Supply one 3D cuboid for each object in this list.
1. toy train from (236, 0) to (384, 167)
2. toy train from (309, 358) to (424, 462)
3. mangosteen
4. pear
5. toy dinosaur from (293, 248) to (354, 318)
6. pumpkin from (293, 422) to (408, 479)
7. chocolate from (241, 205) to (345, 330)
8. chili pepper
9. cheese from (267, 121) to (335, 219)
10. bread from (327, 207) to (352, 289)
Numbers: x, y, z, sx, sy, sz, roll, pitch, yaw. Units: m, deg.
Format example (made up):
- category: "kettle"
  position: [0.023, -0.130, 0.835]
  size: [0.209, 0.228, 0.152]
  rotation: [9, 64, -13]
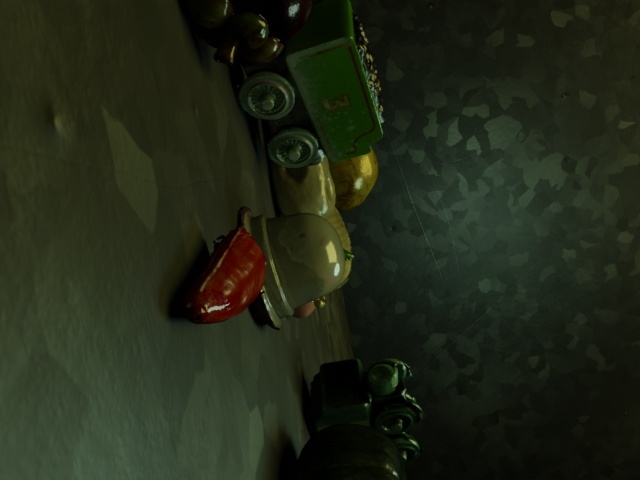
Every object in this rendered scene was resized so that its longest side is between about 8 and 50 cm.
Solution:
- category: "toy train"
  position: [-0.013, -0.283, 1.034]
  size: [0.307, 0.248, 0.174]
  rotation: [62, 19, -49]
- category: "toy train"
  position: [0.101, 0.383, 1.207]
  size: [0.167, 0.238, 0.299]
  rotation: [-94, 175, -54]
- category: "mangosteen"
  position: [-0.103, -0.337, 0.758]
  size: [0.200, 0.199, 0.200]
  rotation: [-10, 90, -85]
- category: "pear"
  position: [0.059, -0.240, 1.844]
  size: [0.281, 0.280, 0.281]
  rotation: [-10, 90, -85]
- category: "toy dinosaur"
  position: [-0.042, 0.070, 1.063]
  size: [0.177, 0.152, 0.194]
  rotation: [-63, 173, 9]
- category: "pumpkin"
  position: [0.064, 0.434, 0.849]
  size: [0.300, 0.207, 0.300]
  rotation: [-18, 90, -82]
- category: "chocolate"
  position: [-0.034, 0.036, 0.870]
  size: [0.221, 0.147, 0.221]
  rotation: [-8, 90, -89]
- category: "chili pepper"
  position: [-0.102, 0.047, 0.562]
  size: [0.169, 0.064, 0.088]
  rotation: [-66, 145, -75]
- category: "cheese"
  position: [-0.038, -0.184, 1.335]
  size: [0.328, 0.129, 0.351]
  rotation: [43, 37, -81]
- category: "bread"
  position: [0.000, 0.000, 1.414]
  size: [0.267, 0.040, 0.267]
  rotation: [34, 47, -46]
